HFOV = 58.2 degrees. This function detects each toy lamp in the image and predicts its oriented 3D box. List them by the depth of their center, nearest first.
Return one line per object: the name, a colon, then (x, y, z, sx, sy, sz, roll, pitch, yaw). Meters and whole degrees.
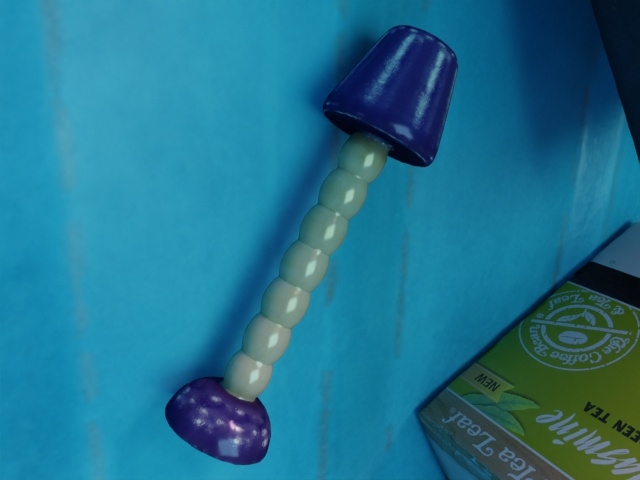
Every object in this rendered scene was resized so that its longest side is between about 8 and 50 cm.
toy lamp: (0.000, 0.000, 0.358, 0.080, 0.080, 0.275, 26, 94, -36)

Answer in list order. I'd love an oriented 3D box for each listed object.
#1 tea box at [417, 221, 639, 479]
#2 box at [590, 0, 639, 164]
tea box: (0.324, 0.193, 0.472, 0.323, 0.329, 0.220, -36, 123, -17)
box: (0.386, -0.298, 0.289, 0.472, 0.297, 0.480, -30, 105, -16)
